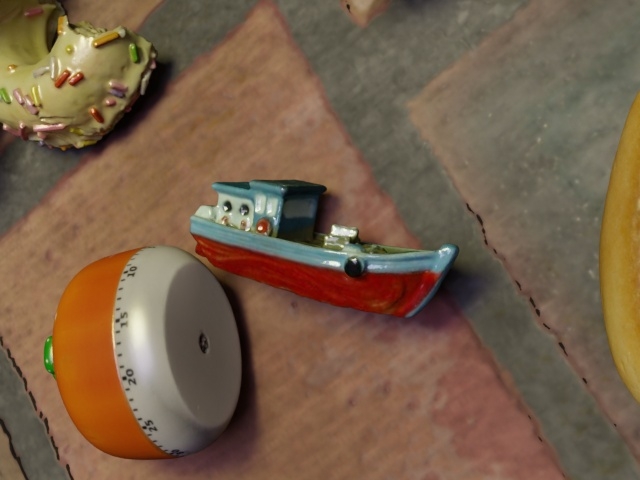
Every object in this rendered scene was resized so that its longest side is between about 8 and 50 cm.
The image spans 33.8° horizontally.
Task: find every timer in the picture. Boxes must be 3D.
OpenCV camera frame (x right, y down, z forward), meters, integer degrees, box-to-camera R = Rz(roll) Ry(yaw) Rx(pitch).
[{"bbox_3d":[-0.118,0.072,0.656,0.136,0.099,0.136,-10,74,36],"label":"timer"}]

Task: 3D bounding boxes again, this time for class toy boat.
[{"bbox_3d":[0.000,0.000,0.614,0.173,0.069,0.058,16,101,32],"label":"toy boat"}]

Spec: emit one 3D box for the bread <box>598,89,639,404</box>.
[{"bbox_3d":[0.196,0.001,0.514,0.114,0.077,0.189,1,87,47],"label":"bread"}]

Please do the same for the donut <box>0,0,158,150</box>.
[{"bbox_3d":[-0.197,-0.122,0.726,0.166,0.065,0.108,33,102,28],"label":"donut"}]
